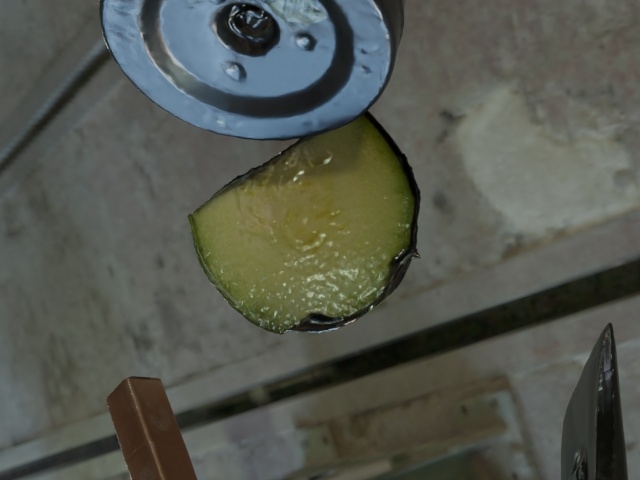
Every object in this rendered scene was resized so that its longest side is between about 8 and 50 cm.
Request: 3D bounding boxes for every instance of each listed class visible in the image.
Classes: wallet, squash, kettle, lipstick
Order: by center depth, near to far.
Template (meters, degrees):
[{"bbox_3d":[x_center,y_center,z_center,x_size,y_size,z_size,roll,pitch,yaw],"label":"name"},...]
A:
[{"bbox_3d":[-0.058,-0.295,1.170,0.228,0.321,0.324,-23,40,36],"label":"kettle"},{"bbox_3d":[0.219,0.203,1.184,0.168,0.052,0.245,92,-177,-52],"label":"wallet"},{"bbox_3d":[0.008,0.009,1.216,0.184,0.192,0.085,60,-175,35],"label":"squash"},{"bbox_3d":[-0.147,0.194,1.317,0.045,0.045,0.145,-46,54,32],"label":"lipstick"}]
